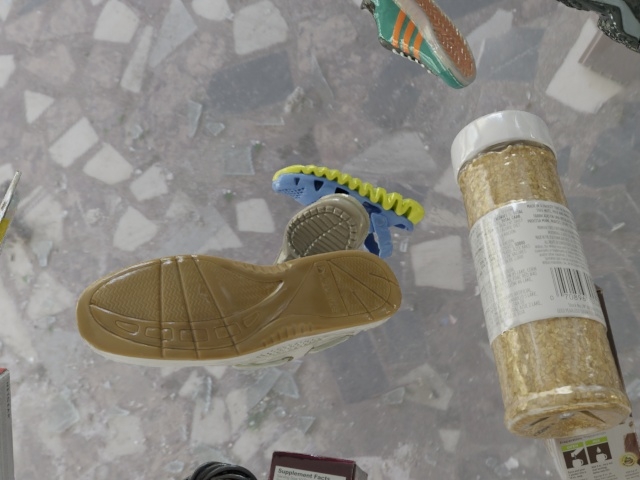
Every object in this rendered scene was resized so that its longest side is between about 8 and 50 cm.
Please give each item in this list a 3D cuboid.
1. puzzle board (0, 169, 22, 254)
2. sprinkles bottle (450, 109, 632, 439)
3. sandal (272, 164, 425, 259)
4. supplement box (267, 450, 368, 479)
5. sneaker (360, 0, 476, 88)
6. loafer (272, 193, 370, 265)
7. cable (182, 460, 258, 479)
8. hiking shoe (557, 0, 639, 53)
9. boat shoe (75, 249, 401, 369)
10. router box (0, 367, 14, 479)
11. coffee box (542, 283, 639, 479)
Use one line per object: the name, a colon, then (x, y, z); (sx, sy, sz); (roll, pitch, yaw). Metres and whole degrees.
puzzle board: (-0.236, 0.025, 0.455); (0.011, 0.097, 0.128); (22, 132, -22)
sprinkles bottle: (0.228, 0.026, 0.713); (0.121, 0.121, 0.356); (-13, 57, 16)
sandal: (0.050, -0.056, 1.294); (0.317, 0.126, 0.138); (20, 86, -10)
supplement box: (-0.012, 0.298, 0.596); (0.080, 0.104, 0.188); (4, 67, 13)
sneaker: (0.196, -0.416, 1.332); (0.302, 0.108, 0.121); (56, 137, 9)
loafer: (0.000, 0.000, 0.962); (0.102, 0.268, 0.092); (41, 56, -1)
cable: (-0.143, 0.370, 0.811); (0.184, 0.047, 0.151); (-43, 68, 9)
hiking shoe: (0.401, -0.393, 0.931); (0.304, 0.113, 0.132); (30, 111, -12)
boat shoe: (-0.066, 0.073, 0.567); (0.276, 0.096, 0.098); (-2, 57, -22)
router box: (-0.551, 0.332, 0.815); (0.300, 0.082, 0.336); (1, 98, -5)
coffee box: (0.378, 0.203, 0.991); (0.118, 0.168, 0.297); (-17, 100, 8)
